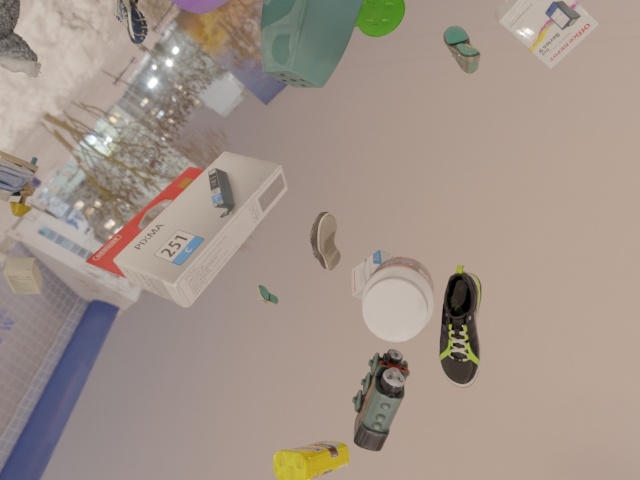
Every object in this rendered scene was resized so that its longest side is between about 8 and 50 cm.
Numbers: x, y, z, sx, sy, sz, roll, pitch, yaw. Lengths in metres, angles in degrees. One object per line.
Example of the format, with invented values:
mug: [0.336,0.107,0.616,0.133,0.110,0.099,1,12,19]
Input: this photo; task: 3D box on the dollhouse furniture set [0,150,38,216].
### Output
dollhouse furniture set: [-0.694,-0.111,0.848,0.286,0.303,0.198,-8,-117,46]

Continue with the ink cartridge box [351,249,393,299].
ink cartridge box: [0.218,0.148,1.884,0.190,0.082,0.140,-42,-142,43]

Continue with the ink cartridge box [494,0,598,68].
ink cartridge box: [0.610,-0.601,1.227,0.154,0.212,0.093,-45,-159,36]

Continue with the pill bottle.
pill bottle: [0.236,0.170,1.358,0.210,0.210,0.363,-46,174,12]

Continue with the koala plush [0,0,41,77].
koala plush: [-0.444,-0.281,0.515,0.221,0.196,0.203,8,-142,10]

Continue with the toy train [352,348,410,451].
toy train: [0.195,0.516,1.463,0.190,0.142,0.334,-76,-177,-63]

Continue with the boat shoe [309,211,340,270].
boat shoe: [0.000,0.000,1.610,0.095,0.335,0.112,29,-113,23]

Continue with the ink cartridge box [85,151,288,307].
ink cartridge box: [-0.243,-0.047,0.800,0.261,0.066,0.296,16,-128,27]

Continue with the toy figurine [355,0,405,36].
toy figurine: [0.120,-0.645,1.200,0.130,0.173,0.159,99,-20,-58]

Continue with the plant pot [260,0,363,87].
plant pot: [-0.035,-0.478,1.022,0.165,0.165,0.235,19,-84,44]

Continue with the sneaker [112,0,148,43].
sneaker: [-0.433,-0.504,1.016,0.058,0.135,0.052,-12,180,23]

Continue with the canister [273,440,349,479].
canister: [-0.021,0.580,1.193,0.126,0.169,0.074,-18,-110,41]

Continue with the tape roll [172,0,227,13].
tape roll: [-0.310,-0.704,1.086,0.090,0.275,0.275,-7,-130,36]

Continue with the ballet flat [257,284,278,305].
ballet flat: [-0.231,0.234,1.867,0.052,0.168,0.057,-16,-124,17]

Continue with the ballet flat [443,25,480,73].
ballet flat: [0.399,-0.544,1.296,0.072,0.068,0.213,-9,-135,3]

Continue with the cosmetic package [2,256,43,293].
cosmetic package: [-0.688,0.083,1.049,0.115,0.060,0.041,125,-37,-52]

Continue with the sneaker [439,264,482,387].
sneaker: [0.266,0.167,0.889,0.084,0.097,0.235,-3,-104,31]
